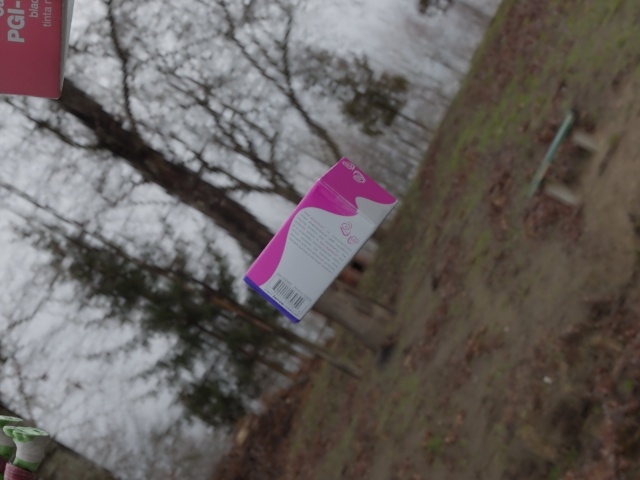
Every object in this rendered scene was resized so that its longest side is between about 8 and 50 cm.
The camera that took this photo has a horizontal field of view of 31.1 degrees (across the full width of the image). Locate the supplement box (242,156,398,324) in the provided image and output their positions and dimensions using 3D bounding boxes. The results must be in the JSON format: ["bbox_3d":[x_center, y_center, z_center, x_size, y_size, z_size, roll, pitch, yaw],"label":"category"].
[{"bbox_3d":[0.000,0.000,1.719,0.220,0.111,0.114,-51,-3,32],"label":"supplement box"}]

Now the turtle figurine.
[{"bbox_3d":[-0.522,0.399,1.721,0.198,0.275,0.266,170,113,-81],"label":"turtle figurine"}]

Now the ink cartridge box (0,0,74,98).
[{"bbox_3d":[-0.322,-0.214,0.838,0.207,0.283,0.117,-98,17,-49],"label":"ink cartridge box"}]
